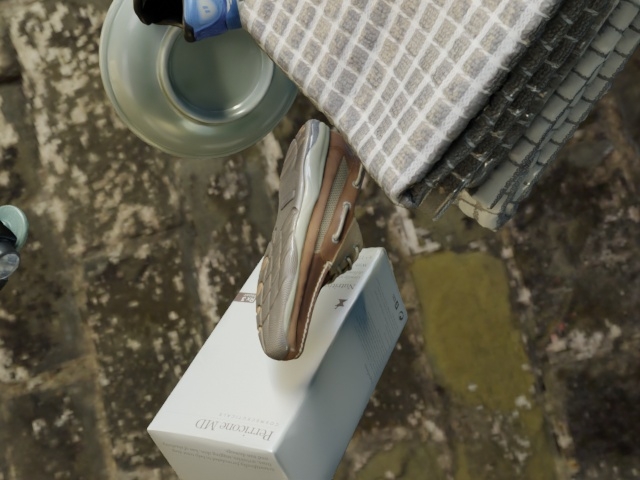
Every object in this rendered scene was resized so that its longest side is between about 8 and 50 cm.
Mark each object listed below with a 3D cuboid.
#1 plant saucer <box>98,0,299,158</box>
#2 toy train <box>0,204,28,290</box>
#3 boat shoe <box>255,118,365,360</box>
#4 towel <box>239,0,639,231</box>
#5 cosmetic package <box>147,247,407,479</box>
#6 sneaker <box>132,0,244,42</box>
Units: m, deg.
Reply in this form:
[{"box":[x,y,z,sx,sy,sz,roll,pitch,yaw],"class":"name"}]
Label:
[{"box":[-0.200,-0.331,1.563,0.100,0.400,0.400,47,-16,58],"class":"plant saucer"},{"box":[-0.562,-0.027,1.198,0.334,0.190,0.142,40,7,21],"class":"toy train"},{"box":[0.000,0.000,1.084,0.123,0.116,0.324,148,-43,-64],"class":"boat shoe"},{"box":[0.082,-0.177,0.535,0.121,0.284,0.235,-4,44,-50],"class":"towel"},{"box":[-0.046,0.186,1.224,0.385,0.217,0.156,-58,138,-43],"class":"cosmetic package"},{"box":[-0.249,-0.427,1.323,0.330,0.147,0.130,48,-19,28],"class":"sneaker"}]
